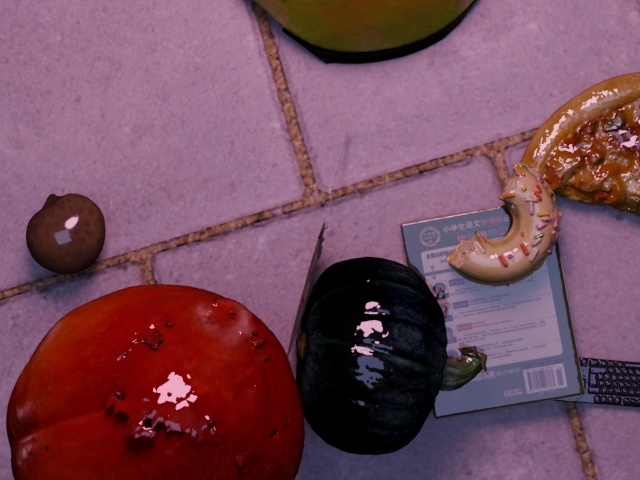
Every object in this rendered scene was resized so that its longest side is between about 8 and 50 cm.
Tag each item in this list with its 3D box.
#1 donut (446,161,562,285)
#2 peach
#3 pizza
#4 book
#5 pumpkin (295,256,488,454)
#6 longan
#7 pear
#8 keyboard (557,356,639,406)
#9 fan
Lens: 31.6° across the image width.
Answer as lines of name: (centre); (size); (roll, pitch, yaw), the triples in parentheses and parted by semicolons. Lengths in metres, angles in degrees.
donut: (0.247, -0.007, 1.443); (0.108, 0.065, 0.166); (36, 97, 4)
peach: (-0.195, 0.216, 1.353); (0.370, 0.370, 0.370); (0, 91, 3)
pizza: (0.394, -0.112, 1.475); (0.292, 0.058, 0.197); (-24, 90, 3)
book: (0.226, 0.089, 1.493); (0.202, 0.027, 0.264); (-11, 88, 6)
pumpkin: (0.090, 0.148, 1.405); (0.248, 0.248, 0.248); (0, 91, 3)
longan: (-0.336, -0.012, 1.495); (0.113, 0.092, 0.113); (-1, 84, 14)
pear: (0.047, -0.435, 1.434); (0.399, 0.165, 0.398); (0, 91, 3)
keyboard: (0.387, 0.188, 1.501); (0.204, 0.013, 0.061); (5, 90, 3)
fan: (0.001, 0.000, 1.454); (0.009, 0.191, 0.329); (15, 69, -2)
